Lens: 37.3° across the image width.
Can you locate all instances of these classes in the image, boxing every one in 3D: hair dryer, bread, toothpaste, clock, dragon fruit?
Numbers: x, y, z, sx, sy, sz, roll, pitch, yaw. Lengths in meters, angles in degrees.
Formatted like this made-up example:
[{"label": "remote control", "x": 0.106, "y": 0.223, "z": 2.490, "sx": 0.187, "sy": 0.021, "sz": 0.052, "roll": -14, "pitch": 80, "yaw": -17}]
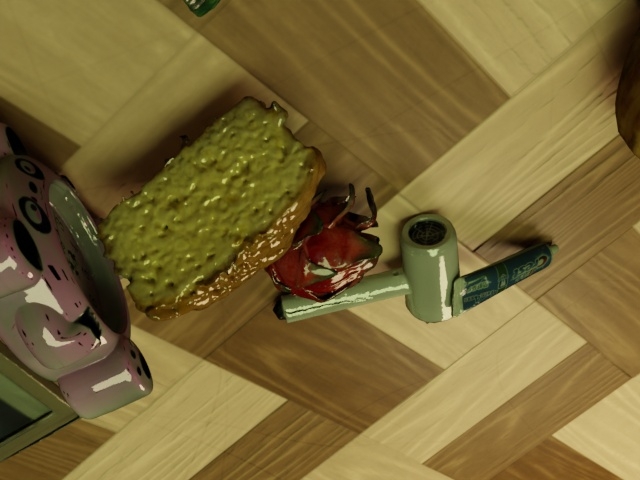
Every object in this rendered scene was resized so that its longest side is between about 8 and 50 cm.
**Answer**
[{"label": "hair dryer", "x": 0.054, "y": 0.050, "z": 1.165, "sx": 0.237, "sy": 0.073, "sz": 0.131, "roll": -12, "pitch": 134, "yaw": 1}, {"label": "bread", "x": -0.100, "y": -0.029, "z": 0.948, "sx": 0.229, "sy": 0.143, "sz": 0.139, "roll": -40, "pitch": 171, "yaw": 2}, {"label": "toothpaste", "x": 0.236, "y": 0.041, "z": 1.203, "sx": 0.197, "sy": 0.035, "sz": 0.057, "roll": -22, "pitch": 127, "yaw": -33}, {"label": "clock", "x": -0.253, "y": 0.026, "z": 0.885, "sx": 0.090, "sy": 0.227, "sz": 0.248, "roll": -24, "pitch": 138, "yaw": 1}, {"label": "dragon fruit", "x": 0.001, "y": 0.007, "z": 1.058, "sx": 0.142, "sy": 0.130, "sz": 0.121, "roll": -15, "pitch": 93, "yaw": 6}]

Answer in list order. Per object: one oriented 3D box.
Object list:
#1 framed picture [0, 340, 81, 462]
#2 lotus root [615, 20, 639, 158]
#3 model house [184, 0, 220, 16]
[{"label": "framed picture", "x": -0.512, "y": 0.160, "z": 0.998, "sx": 0.326, "sy": 0.028, "sz": 0.446, "roll": -31, "pitch": 136, "yaw": 4}, {"label": "lotus root", "x": 0.467, "y": -0.136, "z": 0.998, "sx": 0.316, "sy": 0.316, "sz": 0.250, "roll": 0, "pitch": 139, "yaw": -23}, {"label": "model house", "x": -0.088, "y": -0.312, "z": 0.673, "sx": 0.189, "sy": 0.195, "sz": 0.214, "roll": -36, "pitch": 137, "yaw": 2}]
